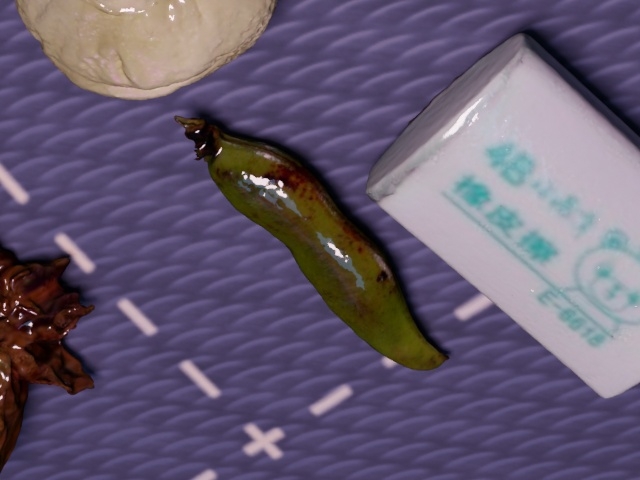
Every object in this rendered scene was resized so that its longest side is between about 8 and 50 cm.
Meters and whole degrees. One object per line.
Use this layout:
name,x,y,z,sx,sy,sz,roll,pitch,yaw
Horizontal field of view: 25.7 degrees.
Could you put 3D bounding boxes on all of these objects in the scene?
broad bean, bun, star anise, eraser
broad bean,0.000,0.000,1.246,0.077,0.061,0.339,-35,106,29
bun,-0.154,-0.220,1.116,0.243,0.153,0.244,5,117,11
star anise,-0.334,0.067,1.282,0.237,0.148,0.346,-8,124,9
eraser,0.205,-0.018,1.188,0.290,0.104,0.189,40,111,-12
